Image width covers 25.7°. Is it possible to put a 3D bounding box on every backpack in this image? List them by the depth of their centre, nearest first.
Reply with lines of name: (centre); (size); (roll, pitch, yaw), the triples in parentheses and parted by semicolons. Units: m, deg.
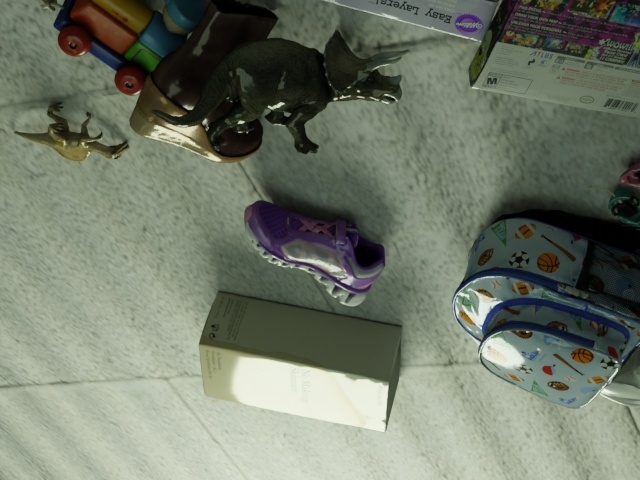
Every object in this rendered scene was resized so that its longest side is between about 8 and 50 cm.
backpack: (0.315, 0.092, 1.934); (0.263, 0.213, 0.276); (27, 146, 5)

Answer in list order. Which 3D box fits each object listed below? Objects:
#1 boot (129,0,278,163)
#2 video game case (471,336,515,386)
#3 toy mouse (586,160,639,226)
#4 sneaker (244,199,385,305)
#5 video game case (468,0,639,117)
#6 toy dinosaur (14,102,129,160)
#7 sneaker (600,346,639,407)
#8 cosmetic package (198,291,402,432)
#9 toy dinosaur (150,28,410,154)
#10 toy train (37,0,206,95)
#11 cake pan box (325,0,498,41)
boot: (-0.110, -0.203, 1.797); (0.207, 0.090, 0.248); (-50, 152, 23)
video game case: (0.332, 0.172, 2.164); (0.157, 0.019, 0.143); (-11, 134, 33)
toy mouse: (0.419, -0.067, 1.824); (0.143, 0.031, 0.161); (8, 141, 11)
sneaker: (0.000, 0.000, 2.028); (0.236, 0.095, 0.104); (30, 134, -24)
video game case: (0.311, -0.237, 1.592); (0.232, 0.042, 0.210); (8, 140, -13)
toy dinosaur: (-0.370, -0.147, 2.011); (0.183, 0.053, 0.093); (10, 143, 9)
sneaker: (0.528, 0.151, 2.013); (0.305, 0.114, 0.152); (-13, 120, 27)
cosmetic package: (-0.030, 0.196, 2.259); (0.309, 0.113, 0.160); (11, 142, 10)
toy dinosaur: (-0.062, -0.194, 1.727); (0.313, 0.121, 0.160); (2, 124, -23)
toy train: (-0.272, -0.305, 1.748); (0.248, 0.105, 0.143); (35, 129, -21)
cake pan box: (0.099, -0.354, 1.565); (0.266, 0.070, 0.246); (16, 145, 1)
